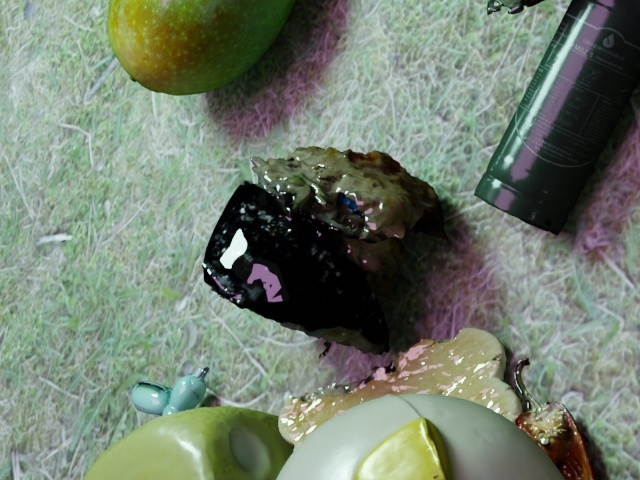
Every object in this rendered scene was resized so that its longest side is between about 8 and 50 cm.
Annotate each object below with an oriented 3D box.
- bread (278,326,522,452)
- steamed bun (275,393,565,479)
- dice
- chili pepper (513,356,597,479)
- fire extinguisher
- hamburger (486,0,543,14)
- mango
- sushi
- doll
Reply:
[{"bbox_3d":[0.083,0.197,1.936,0.251,0.039,0.181,-22,61,11],"label":"bread"},{"bbox_3d":[0.101,0.321,1.718,0.334,0.334,0.374,-28,79,37],"label":"steamed bun"},{"bbox_3d":[-0.105,0.323,2.000,0.227,0.233,0.238,-36,54,31],"label":"dice"},{"bbox_3d":[0.234,0.225,1.824,0.050,0.059,0.268,94,156,-54],"label":"chili pepper"},{"bbox_3d":[0.266,-0.158,1.890,0.114,0.095,0.311,25,99,3],"label":"fire extinguisher"},{"bbox_3d":[0.264,-0.346,1.849,0.260,0.150,0.276,-43,13,-32],"label":"hamburger"},{"bbox_3d":[-0.107,-0.340,2.260,0.382,0.201,0.225,-56,22,2],"label":"mango"},{"bbox_3d":[0.002,-0.005,2.022,0.238,0.225,0.218,31,91,14],"label":"sushi"},{"bbox_3d":[-0.154,0.226,2.210,0.158,0.059,0.159,-24,59,39],"label":"doll"}]
